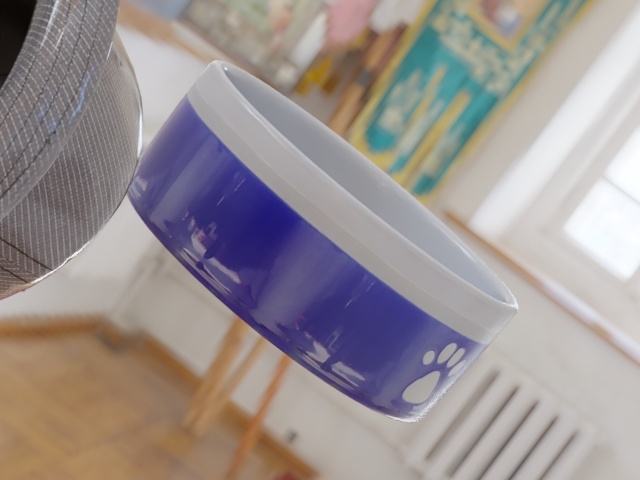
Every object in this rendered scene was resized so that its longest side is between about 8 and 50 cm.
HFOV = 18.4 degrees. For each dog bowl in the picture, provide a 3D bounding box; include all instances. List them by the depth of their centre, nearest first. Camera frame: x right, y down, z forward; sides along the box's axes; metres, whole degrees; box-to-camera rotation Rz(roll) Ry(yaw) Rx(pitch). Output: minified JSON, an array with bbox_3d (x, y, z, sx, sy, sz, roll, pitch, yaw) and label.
[{"bbox_3d":[0.000,0.000,1.329,0.265,0.104,0.265,39,8,-6],"label":"dog bowl"}]

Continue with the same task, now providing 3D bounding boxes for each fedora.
[{"bbox_3d":[-0.170,-0.076,0.883,0.124,0.243,0.275,42,12,-50],"label":"fedora"}]
